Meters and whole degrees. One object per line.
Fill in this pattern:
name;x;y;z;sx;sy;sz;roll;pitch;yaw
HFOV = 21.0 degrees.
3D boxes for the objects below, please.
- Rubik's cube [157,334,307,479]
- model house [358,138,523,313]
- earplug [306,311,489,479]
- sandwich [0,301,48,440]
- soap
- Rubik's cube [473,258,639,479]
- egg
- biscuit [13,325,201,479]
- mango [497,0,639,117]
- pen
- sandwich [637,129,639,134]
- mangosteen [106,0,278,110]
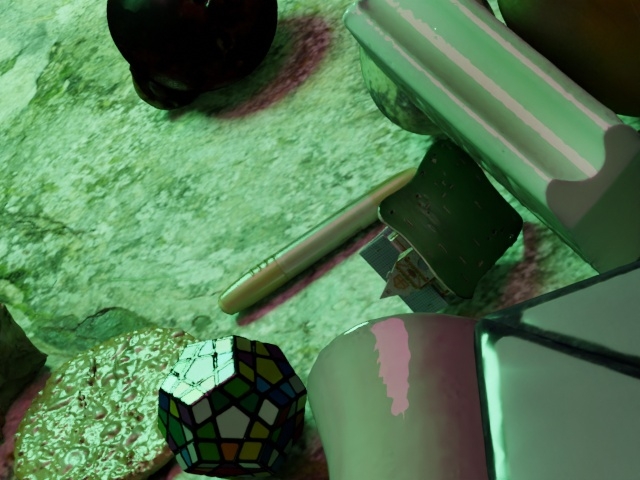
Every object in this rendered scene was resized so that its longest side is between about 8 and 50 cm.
Rubik's cube;-0.076;0.144;1.478;0.112;0.133;0.133;21;59;21
model house;0.092;0.001;1.514;0.088;0.117;0.167;-41;5;37
earplug;0.078;0.218;1.231;0.172;0.172;0.301;-21;42;19
sandwich;-0.417;0.142;1.727;0.198;0.155;0.227;14;57;48
soap;0.160;-0.104;1.440;0.095;0.173;0.289;-45;57;2
Rubik's cube;0.282;0.190;0.966;0.307;0.305;0.310;-20;35;17
egg;0.107;-0.183;1.695;0.141;0.141;0.182;-15;47;27
biscuit;-0.197;0.163;1.628;0.220;0.033;0.220;-21;38;17
mango;0.243;-0.184;1.498;0.114;0.251;0.156;-48;59;11
pen;0.000;0.000;1.664;0.233;0.032;0.040;-34;11;-1
sandwich;0.331;-0.083;1.477;0.093;0.036;0.105;-32;35;3
mangosteen;-0.148;-0.260;1.964;0.210;0.210;0.210;-22;36;18
